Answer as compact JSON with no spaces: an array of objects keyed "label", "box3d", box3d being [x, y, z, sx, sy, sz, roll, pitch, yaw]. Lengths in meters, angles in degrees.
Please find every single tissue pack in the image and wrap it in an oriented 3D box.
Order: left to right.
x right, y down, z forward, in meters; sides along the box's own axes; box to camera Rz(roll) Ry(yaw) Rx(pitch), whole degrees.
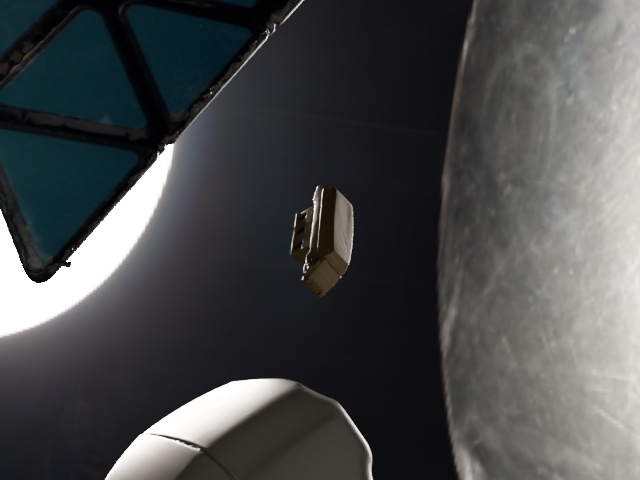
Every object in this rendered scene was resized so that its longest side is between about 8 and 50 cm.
[{"label":"tissue pack","box3d":[-0.045,0.303,0.799,0.229,0.236,0.333,-11,111,58]}]

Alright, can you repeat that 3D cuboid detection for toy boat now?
[{"label":"toy boat","box3d":[0.000,0.000,1.270,0.057,0.077,0.200,47,-153,-28]}]

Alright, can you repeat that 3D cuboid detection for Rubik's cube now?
[{"label":"Rubik's cube","box3d":[-0.146,-0.127,0.602,0.229,0.233,0.228,-10,-62,-57]}]
